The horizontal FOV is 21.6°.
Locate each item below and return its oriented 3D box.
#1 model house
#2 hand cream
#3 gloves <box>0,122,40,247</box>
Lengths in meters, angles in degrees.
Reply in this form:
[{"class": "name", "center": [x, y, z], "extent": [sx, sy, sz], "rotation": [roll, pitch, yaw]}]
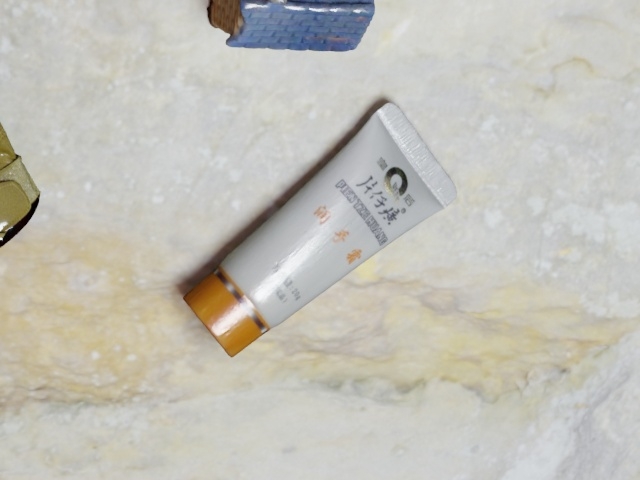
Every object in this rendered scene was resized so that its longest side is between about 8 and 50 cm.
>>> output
[{"class": "model house", "center": [-0.018, -0.282, 1.669], "extent": [0.166, 0.172, 0.183], "rotation": [1, 106, -11]}, {"class": "hand cream", "center": [0.000, 0.000, 1.810], "extent": [0.314, 0.089, 0.140], "rotation": [-43, 113, -6]}, {"class": "gloves", "center": [-0.415, -0.124, 1.648], "extent": [0.154, 0.141, 0.331], "rotation": [-24, 123, 23]}]
